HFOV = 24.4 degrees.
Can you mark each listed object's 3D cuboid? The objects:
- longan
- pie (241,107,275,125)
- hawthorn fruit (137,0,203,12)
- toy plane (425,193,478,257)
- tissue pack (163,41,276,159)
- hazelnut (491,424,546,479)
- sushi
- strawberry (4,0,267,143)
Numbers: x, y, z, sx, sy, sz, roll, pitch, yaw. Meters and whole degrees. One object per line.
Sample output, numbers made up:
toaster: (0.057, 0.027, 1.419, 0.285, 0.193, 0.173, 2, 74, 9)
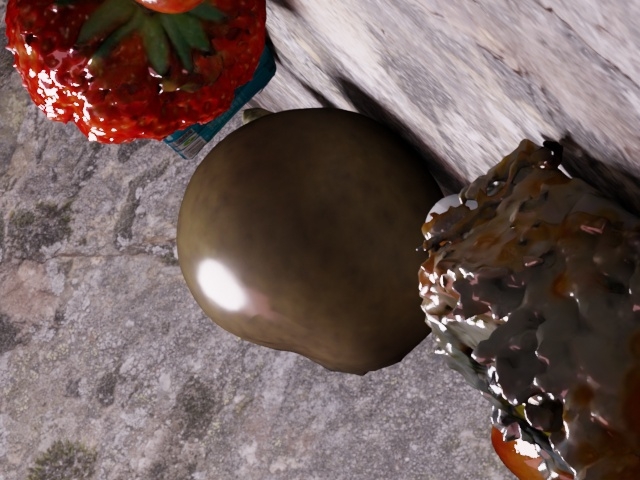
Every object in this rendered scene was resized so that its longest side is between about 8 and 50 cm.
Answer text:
longan: (0.000, 0.000, 1.655, 0.319, 0.319, 0.319, 44, 179, 1)
pie: (0.038, -0.071, 1.987, 0.337, 0.075, 0.337, 32, -176, -2)
hawthorn fruit: (-0.128, -0.257, 1.264, 0.128, 0.128, 0.128, 44, 179, 1)
toy plane: (0.190, 0.056, 1.432, 0.244, 0.117, 0.244, 44, 180, 0)
tissue pack: (-0.169, -0.222, 1.884, 0.134, 0.192, 0.271, 42, 178, 5)
hazelnut: (0.302, 0.202, 1.693, 0.210, 0.210, 0.186, 46, -159, -58)
sushi: (0.224, 0.118, 1.021, 0.417, 0.176, 0.417, 44, 179, 1)
strawberry: (-0.192, -0.202, 1.492, 0.250, 0.239, 0.288, 32, 160, -7)
